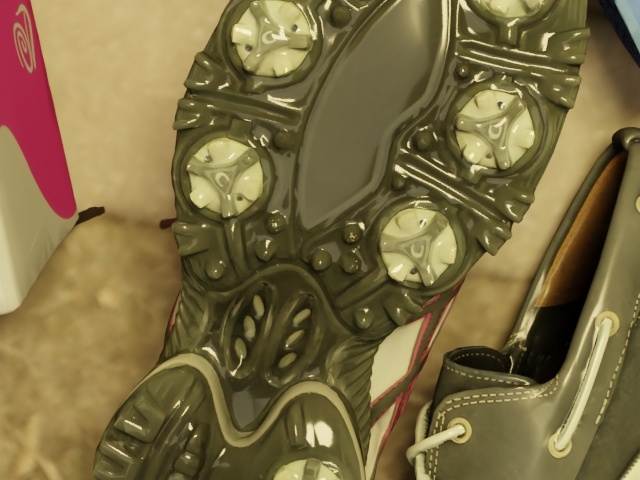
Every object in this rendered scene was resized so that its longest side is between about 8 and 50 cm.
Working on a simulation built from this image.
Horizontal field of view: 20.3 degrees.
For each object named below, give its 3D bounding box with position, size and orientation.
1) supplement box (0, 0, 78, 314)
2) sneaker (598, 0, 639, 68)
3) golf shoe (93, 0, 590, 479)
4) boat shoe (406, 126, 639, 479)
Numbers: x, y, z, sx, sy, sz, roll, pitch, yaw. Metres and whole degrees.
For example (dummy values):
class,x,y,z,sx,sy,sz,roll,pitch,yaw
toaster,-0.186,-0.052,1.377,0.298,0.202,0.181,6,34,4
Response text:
class,x,y,z,sx,sy,sz,roll,pitch,yaw
supplement box,-0.201,-0.026,0.568,0.220,0.114,0.111,-8,104,6
sneaker,0.095,-0.157,0.538,0.090,0.081,0.232,-27,110,7
golf shoe,0.000,0.000,0.567,0.105,0.120,0.273,24,104,2
boat shoe,0.059,0.070,0.584,0.079,0.084,0.233,38,87,-18
